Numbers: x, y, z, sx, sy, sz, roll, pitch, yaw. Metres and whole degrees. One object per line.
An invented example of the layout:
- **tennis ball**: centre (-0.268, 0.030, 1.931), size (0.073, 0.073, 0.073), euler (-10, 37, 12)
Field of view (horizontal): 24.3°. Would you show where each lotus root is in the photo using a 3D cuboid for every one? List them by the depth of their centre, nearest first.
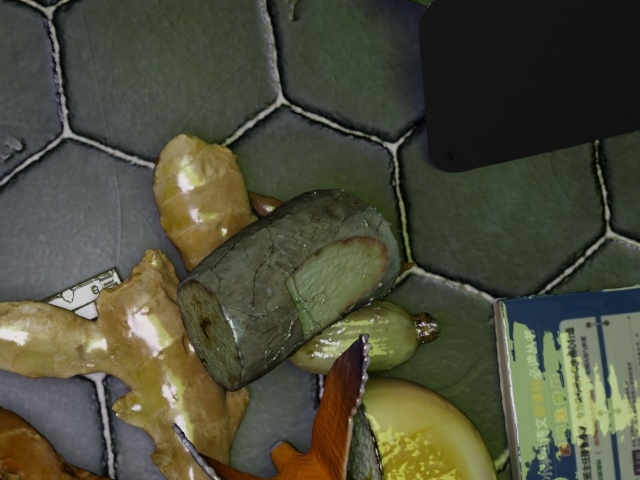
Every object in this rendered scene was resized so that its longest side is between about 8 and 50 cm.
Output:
- **lotus root**: centre (0.047, 0.111, 1.732), size (0.183, 0.077, 0.090), euler (-4, 92, -6)

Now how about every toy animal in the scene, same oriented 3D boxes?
- **toy animal**: centre (0.020, 0.294, 1.589), size (0.225, 0.302, 0.284), euler (-28, 62, -8)

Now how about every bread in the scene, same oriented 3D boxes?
- **bread**: centre (0.115, 0.271, 1.698), size (0.156, 0.158, 0.260), euler (-12, 86, -20)

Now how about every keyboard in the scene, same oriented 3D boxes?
- **keyboard**: centre (-0.285, 0.078, 1.720), size (0.129, 0.015, 0.049), euler (-25, 94, -10)

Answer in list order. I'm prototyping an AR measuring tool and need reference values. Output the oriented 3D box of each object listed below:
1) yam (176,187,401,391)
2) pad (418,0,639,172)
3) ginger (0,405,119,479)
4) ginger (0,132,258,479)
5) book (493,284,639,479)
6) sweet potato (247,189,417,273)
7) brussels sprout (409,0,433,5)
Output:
- **yam**: centre (-0.043, 0.047, 1.622), size (0.254, 0.154, 0.154), euler (-34, 90, -35)
- **pad**: centre (0.289, -0.256, 1.757), size (0.375, 0.063, 0.315), euler (-13, 127, -8)
- **ginger**: centre (-0.319, 0.309, 1.532), size (0.274, 0.357, 0.152), euler (29, 107, -5)
- **ginger**: centre (-0.161, 0.105, 1.692), size (0.363, 0.122, 0.348), euler (-44, 101, -20)
- **book**: centre (0.432, 0.198, 1.799), size (0.428, 0.039, 0.300), euler (-4, 85, -9)
- **sweet potato**: centre (-0.001, 0.007, 1.745), size (0.226, 0.068, 0.068), euler (25, 81, 3)
- **brussels sprout**: centre (0.148, -0.391, 1.739), size (0.244, 0.244, 0.244), euler (1, 84, -8)
